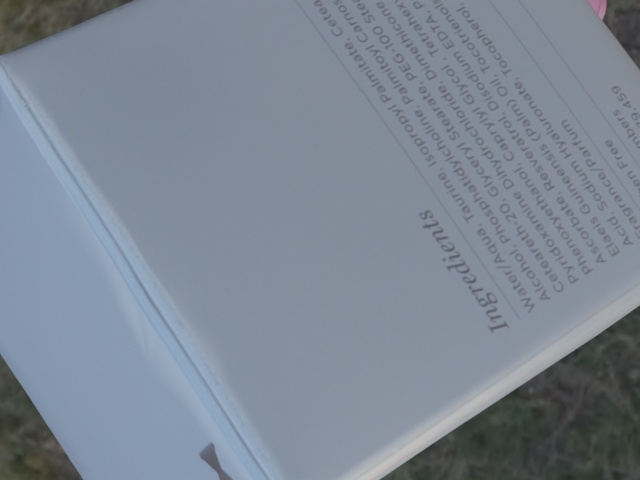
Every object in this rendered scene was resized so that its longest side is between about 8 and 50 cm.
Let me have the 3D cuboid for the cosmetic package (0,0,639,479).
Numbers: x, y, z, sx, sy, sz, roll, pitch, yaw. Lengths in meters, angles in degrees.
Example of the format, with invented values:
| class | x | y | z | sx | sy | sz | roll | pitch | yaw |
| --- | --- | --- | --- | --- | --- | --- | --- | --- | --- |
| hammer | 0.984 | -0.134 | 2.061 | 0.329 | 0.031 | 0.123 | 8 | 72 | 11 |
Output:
| class | x | y | z | sx | sy | sz | roll | pitch | yaw |
| --- | --- | --- | --- | --- | --- | --- | --- | --- | --- |
| cosmetic package | 0.000 | 0.000 | 1.007 | 0.327 | 0.394 | 0.329 | 56 | 152 | 8 |

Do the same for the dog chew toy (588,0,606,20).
| class | x | y | z | sx | sy | sz | roll | pitch | yaw |
| --- | --- | --- | --- | --- | --- | --- | --- | --- | --- |
| dog chew toy | 0.170 | -0.296 | 1.617 | 0.332 | 0.206 | 0.206 | 11 | 137 | -17 |
